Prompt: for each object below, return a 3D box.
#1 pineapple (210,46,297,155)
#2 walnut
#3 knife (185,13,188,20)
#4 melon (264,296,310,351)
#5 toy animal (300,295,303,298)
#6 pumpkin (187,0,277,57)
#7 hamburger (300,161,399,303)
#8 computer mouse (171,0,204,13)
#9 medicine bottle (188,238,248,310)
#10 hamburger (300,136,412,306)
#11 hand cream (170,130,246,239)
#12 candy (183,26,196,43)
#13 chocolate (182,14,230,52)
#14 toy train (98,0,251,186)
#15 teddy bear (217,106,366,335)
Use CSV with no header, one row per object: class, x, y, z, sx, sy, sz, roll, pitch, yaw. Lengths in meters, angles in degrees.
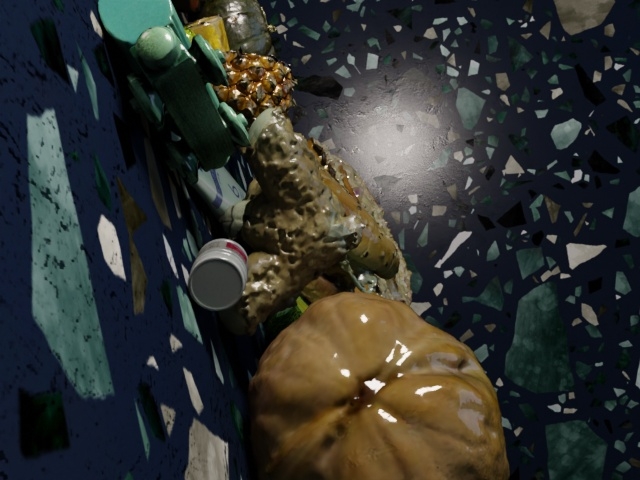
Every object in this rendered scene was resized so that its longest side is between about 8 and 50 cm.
pineapple,-0.117,-0.194,1.263,0.176,0.161,0.137,34,49,-66
walnut,0.066,0.228,0.950,0.344,0.306,0.306,86,-10,-58
knife,-0.281,-0.535,1.591,0.072,0.019,0.245,82,-5,-68
melon,-0.031,0.181,1.271,0.169,0.129,0.265,48,1,-17
toy animal,-0.062,0.128,1.610,0.181,0.073,0.136,-111,-169,-57
pumpkin,-0.154,-0.354,1.482,0.223,0.157,0.223,159,-90,-89
hamburger,0.000,0.000,1.465,0.277,0.195,0.318,44,4,-12
computer mouse,-0.224,-0.494,1.265,0.323,0.116,0.183,74,6,-60
medicine bottle,-0.105,0.034,0.855,0.091,0.058,0.058,-103,177,-78
hamburger,0.018,0.015,1.911,0.268,0.287,0.445,19,45,-60
hand cream,-0.144,-0.069,1.109,0.320,0.067,0.109,57,17,-61
candy,-0.226,-0.347,1.265,0.035,0.035,0.123,-14,-75,48
chocolate,-0.171,-0.258,1.368,0.085,0.086,0.219,-104,178,-66
toy train,-0.152,-0.164,0.852,0.159,0.101,0.248,57,-5,20
teddy bear,-0.047,-0.025,1.035,0.256,0.156,0.267,-148,-112,-75
